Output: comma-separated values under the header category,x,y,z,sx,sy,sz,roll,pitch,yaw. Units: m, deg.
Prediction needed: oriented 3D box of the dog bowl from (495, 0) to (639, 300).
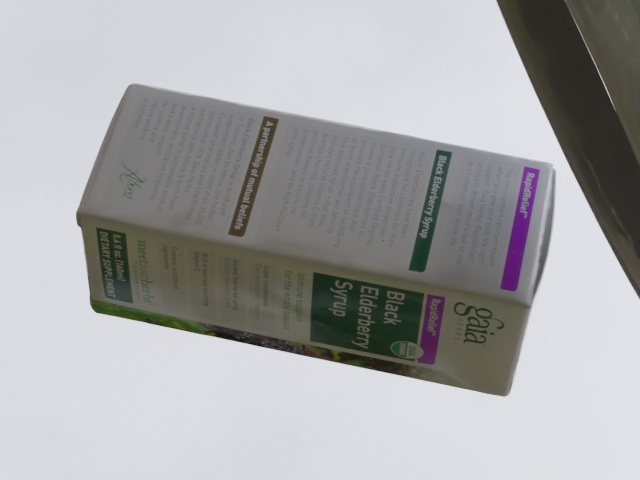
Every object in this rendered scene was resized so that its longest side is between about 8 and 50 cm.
category,x,y,z,sx,sy,sz,roll,pitch,yaw
dog bowl,0.150,-0.079,0.722,0.104,0.265,0.265,-24,-112,3

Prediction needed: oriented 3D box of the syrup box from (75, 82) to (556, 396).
category,x,y,z,sx,sy,sz,roll,pitch,yaw
syrup box,0.000,0.000,0.920,0.236,0.093,0.096,12,-124,6
